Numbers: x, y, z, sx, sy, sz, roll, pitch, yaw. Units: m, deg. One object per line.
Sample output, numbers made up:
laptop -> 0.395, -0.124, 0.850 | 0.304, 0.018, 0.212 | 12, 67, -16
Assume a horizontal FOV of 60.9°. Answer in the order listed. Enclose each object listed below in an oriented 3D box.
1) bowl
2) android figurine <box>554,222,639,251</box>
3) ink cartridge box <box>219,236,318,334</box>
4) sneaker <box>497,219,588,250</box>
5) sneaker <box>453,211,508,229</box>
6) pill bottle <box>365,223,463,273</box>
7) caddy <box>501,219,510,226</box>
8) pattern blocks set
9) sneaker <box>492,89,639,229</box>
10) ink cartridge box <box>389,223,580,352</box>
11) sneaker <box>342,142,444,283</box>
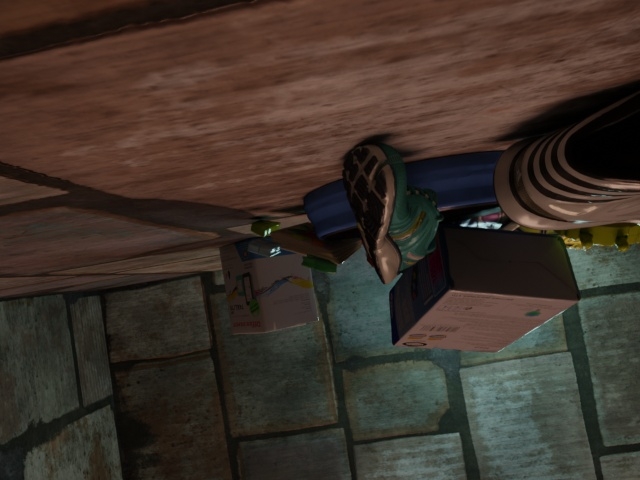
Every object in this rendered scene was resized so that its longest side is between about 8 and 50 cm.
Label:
bowl -> 0.167, -0.066, 0.953 | 0.392, 0.077, 0.391 | -9, 176, -1
android figurine -> 0.553, -0.058, 1.109 | 0.249, 0.056, 0.272 | 5, -149, 9
ink cartridge box -> -0.156, 0.132, 1.633 | 0.197, 0.269, 0.198 | -6, 175, -39
sneaker -> 0.573, -0.028, 1.305 | 0.385, 0.147, 0.145 | -31, 169, 27
sneaker -> 0.394, -0.065, 1.443 | 0.161, 0.102, 0.282 | -7, 166, 9
pill bottle -> 0.254, 0.017, 1.329 | 0.265, 0.153, 0.153 | 15, 174, -5
caddy -> 0.470, -0.017, 1.726 | 0.241, 0.179, 0.341 | 20, 160, -33
pattern blocks set -> 0.000, 0.000, 1.083 | 0.286, 0.026, 0.325 | 13, -165, 7
sneaker -> 0.459, -0.089, 0.620 | 0.448, 0.169, 0.257 | -7, 178, -5
ink cartridge box -> 0.315, 0.132, 1.186 | 0.270, 0.151, 0.395 | 6, 149, -10
sneaker -> 0.098, -0.042, 0.700 | 0.110, 0.107, 0.275 | -25, 153, 0
